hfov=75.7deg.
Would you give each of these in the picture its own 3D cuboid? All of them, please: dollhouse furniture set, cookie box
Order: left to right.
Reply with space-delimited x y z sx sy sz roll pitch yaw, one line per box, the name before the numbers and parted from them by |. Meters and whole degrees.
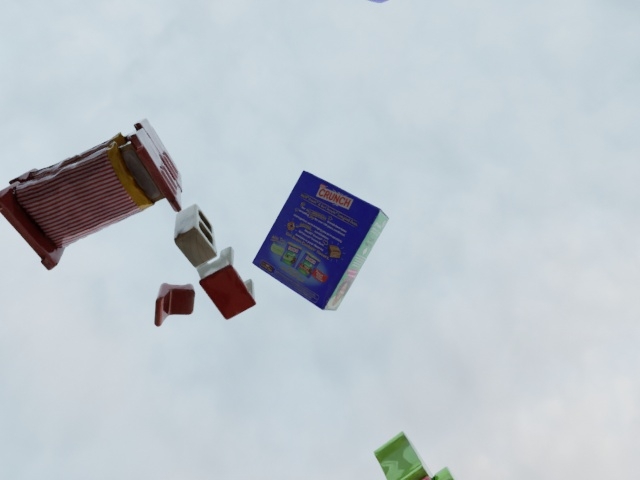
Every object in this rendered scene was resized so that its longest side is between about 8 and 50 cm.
dollhouse furniture set | -0.268 0.020 0.654 0.202 0.152 0.373 -28 -59 -3
cookie box | 0.000 0.000 0.404 0.092 0.040 0.107 31 -87 22

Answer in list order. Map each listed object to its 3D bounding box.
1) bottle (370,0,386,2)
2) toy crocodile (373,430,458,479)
bottle | -0.040 -0.286 0.289 0.283 0.092 0.118 11 -111 -32
toy crocodile | 0.172 0.417 0.539 0.115 0.340 0.105 -33 -47 3
